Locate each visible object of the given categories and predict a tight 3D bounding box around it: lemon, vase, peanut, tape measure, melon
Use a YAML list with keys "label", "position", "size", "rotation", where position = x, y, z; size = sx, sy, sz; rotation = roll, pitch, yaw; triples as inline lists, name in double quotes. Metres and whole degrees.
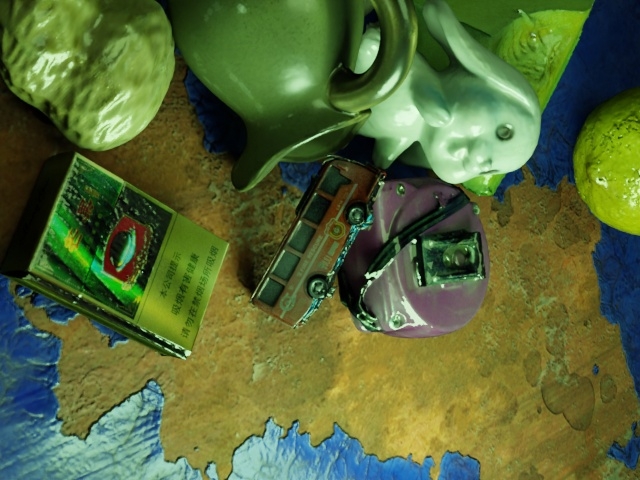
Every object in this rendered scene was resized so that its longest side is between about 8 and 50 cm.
- label: "lemon"
  position: [0.574, -0.138, 1.937]
  size: [0.310, 0.258, 0.258]
  rotation: [-5, 88, -41]
- label: "vase"
  position: [-0.019, -0.237, 1.360]
  size: [0.241, 0.329, 0.302]
  rotation: [-25, 102, -45]
- label: "peanut"
  position: [-0.269, -0.220, 1.279]
  size: [0.233, 0.110, 0.197]
  rotation: [38, 73, -30]
- label: "tape measure"
  position: [0.125, 0.024, 1.580]
  size: [0.245, 0.149, 0.232]
  rotation: [-11, 90, -43]
- label: "melon"
  position: [0.288, -0.281, 1.731]
  size: [0.343, 0.226, 0.331]
  rotation: [-37, 99, -51]

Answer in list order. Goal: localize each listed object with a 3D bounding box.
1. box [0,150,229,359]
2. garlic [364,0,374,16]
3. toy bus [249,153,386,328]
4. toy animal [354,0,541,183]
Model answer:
- label: "box"
  position: [-0.233, 0.022, 1.312]
  size: [0.240, 0.071, 0.159]
  rotation: [32, 67, -36]
- label: "garlic"
  position: [0.032, -0.371, 1.543]
  size: [0.229, 0.178, 0.143]
  rotation: [12, 109, -22]
- label: "toy bus"
  position: [0.000, 0.000, 1.456]
  size: [0.096, 0.073, 0.235]
  rotation: [27, 90, 7]
- label: "toy animal"
  position: [0.149, -0.184, 1.551]
  size: [0.289, 0.249, 0.174]
  rotation: [43, 48, -10]
